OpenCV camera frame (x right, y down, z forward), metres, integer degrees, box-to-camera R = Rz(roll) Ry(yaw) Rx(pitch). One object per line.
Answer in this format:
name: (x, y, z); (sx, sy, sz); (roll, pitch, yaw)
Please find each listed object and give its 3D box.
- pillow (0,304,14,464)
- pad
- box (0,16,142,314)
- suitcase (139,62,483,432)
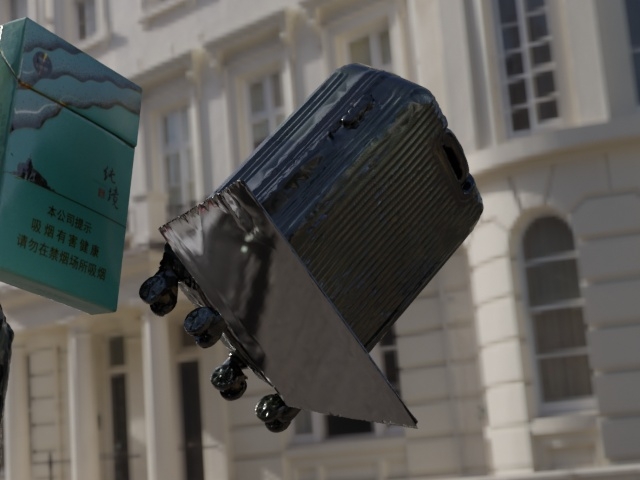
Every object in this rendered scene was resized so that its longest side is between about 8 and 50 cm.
pillow: (-0.271, 0.164, 0.770); (0.093, 0.335, 0.161); (-7, -6, 34)
pad: (-0.031, 0.044, 0.729); (0.004, 0.163, 0.243); (-38, 7, -17)
box: (-0.235, -0.064, 1.065); (0.041, 0.229, 0.162); (-7, -22, 31)
suitcase: (0.000, 0.000, 1.073); (0.128, 0.312, 0.202); (29, -20, 42)
